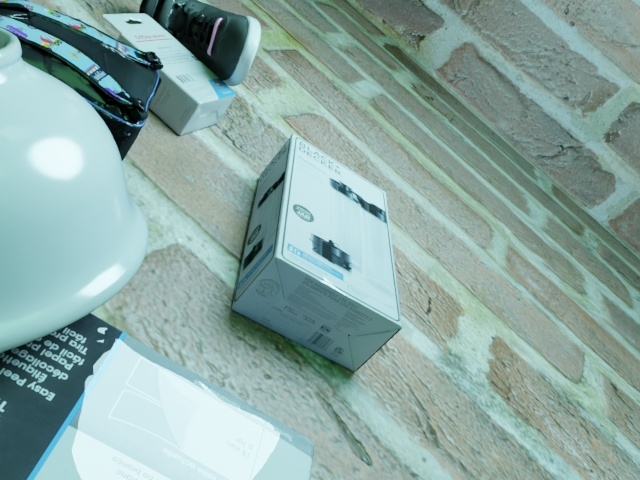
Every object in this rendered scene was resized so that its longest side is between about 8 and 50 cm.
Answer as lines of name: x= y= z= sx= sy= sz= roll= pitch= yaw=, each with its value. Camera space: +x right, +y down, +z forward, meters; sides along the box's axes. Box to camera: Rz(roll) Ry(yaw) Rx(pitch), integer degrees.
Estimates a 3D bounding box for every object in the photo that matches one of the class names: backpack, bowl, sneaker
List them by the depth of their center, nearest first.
bowl: x=-0.255 y=-0.060 z=0.370 sx=0.298 sy=0.134 sz=0.298 roll=8 pitch=26 yaw=-4
backpack: x=-0.269 y=-0.162 z=0.633 sx=0.173 sy=0.117 sz=0.158 roll=27 pitch=32 yaw=-24
sneaker: x=-0.193 y=-0.315 z=0.919 sx=0.147 sy=0.104 sz=0.296 roll=15 pitch=16 yaw=-31

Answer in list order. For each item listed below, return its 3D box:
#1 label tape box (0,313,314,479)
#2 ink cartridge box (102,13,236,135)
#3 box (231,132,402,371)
label tape box: x=-0.145 y=0.195 z=0.293 sx=0.241 sy=0.106 sz=0.333 roll=33 pitch=29 yaw=-11
ink cartridge box: x=-0.220 y=-0.235 z=0.852 sx=0.180 sy=0.060 sz=0.104 roll=42 pitch=29 yaw=3
box: x=0.000 y=0.000 z=0.756 sx=0.169 sy=0.087 sz=0.290 roll=31 pitch=30 yaw=-17
